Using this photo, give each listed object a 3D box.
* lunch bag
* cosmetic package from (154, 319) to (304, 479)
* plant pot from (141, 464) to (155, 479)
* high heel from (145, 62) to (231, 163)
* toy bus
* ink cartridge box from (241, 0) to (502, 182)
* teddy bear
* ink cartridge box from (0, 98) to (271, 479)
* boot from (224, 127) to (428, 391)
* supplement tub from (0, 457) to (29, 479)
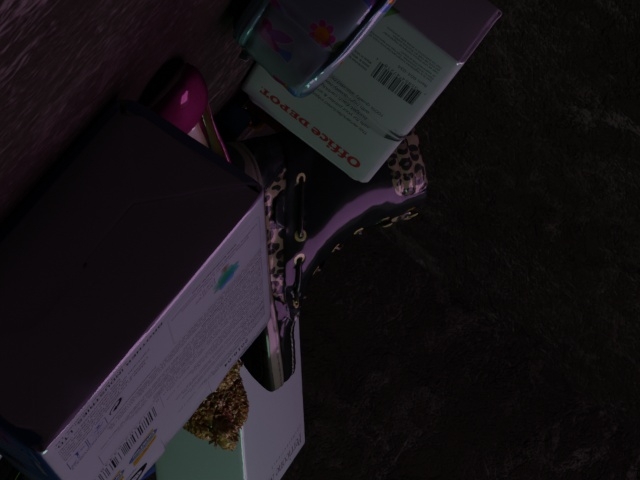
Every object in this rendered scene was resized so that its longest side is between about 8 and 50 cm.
[{"bbox_3d":[0.031,-0.265,1.377,0.279,0.108,0.224,-49,-174,11],"label":"lunch bag"},{"bbox_3d":[-0.144,0.168,2.161,0.230,0.162,0.453,-52,146,-53],"label":"cosmetic package"},{"bbox_3d":[-0.361,0.307,2.389,0.212,0.236,0.236,-45,-179,-1],"label":"plant pot"},{"bbox_3d":[-0.109,-0.083,1.335,0.082,0.117,0.244,-51,180,-20],"label":"high heel"},{"bbox_3d":[-0.036,-0.187,1.931,0.191,0.104,0.202,-51,180,17],"label":"toy bus"},{"bbox_3d":[0.053,-0.222,1.713,0.114,0.198,0.273,-53,-178,-36],"label":"ink cartridge box"},{"bbox_3d":[-0.175,0.118,1.883,0.113,0.245,0.338,-24,142,-29],"label":"teddy bear"},{"bbox_3d":[-0.179,0.088,1.267,0.270,0.151,0.395,-50,166,-16],"label":"ink cartridge box"},{"bbox_3d":[0.000,0.000,1.920,0.284,0.138,0.377,-24,124,-25],"label":"boot"},{"bbox_3d":[-0.335,0.255,1.934,0.193,0.194,0.316,-51,180,-36],"label":"supplement tub"}]
